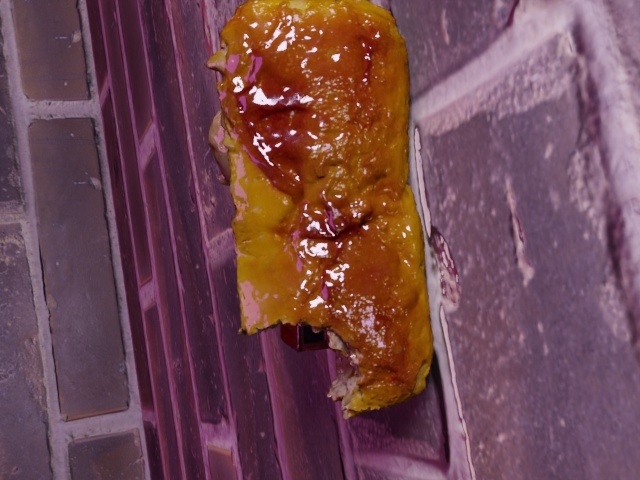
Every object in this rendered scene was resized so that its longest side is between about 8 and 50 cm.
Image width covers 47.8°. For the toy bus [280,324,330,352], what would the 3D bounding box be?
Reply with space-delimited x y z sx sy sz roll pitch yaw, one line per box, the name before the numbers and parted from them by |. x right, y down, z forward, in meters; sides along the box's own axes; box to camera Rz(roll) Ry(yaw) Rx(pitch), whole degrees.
toy bus | 0.000 0.000 0.779 0.073 0.096 0.235 19 114 61

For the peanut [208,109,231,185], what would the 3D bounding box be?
peanut | -0.070 -0.156 0.879 0.101 0.117 0.263 43 135 25

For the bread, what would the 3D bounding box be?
bread | 0.001 -0.027 0.664 0.109 0.185 0.381 180 83 -72
